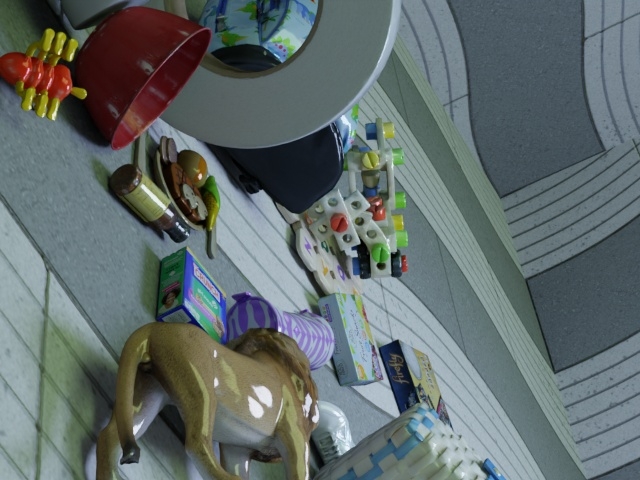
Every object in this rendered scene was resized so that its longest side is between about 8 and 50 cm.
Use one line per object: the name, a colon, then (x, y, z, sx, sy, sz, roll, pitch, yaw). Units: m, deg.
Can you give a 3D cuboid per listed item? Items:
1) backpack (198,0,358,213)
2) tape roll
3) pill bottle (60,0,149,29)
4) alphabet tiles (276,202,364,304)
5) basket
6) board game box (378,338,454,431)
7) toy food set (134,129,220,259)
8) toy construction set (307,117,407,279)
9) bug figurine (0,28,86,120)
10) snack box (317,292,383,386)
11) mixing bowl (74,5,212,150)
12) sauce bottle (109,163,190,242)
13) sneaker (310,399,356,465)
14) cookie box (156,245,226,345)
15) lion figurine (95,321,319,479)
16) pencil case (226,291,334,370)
backpack: (-0.069, -0.266, 1.941, 0.290, 0.273, 0.355, 48, 10, -30)
tape roll: (-0.092, -0.311, 1.607, 0.392, 0.392, 0.072, 65, 16, -3)
pill bottle: (-0.297, -0.423, 1.462, 0.334, 0.188, 0.188, 63, 15, -7)
alphabet tiles: (0.000, 0.000, 2.123, 0.284, 0.021, 0.278, 56, 18, -30)
basket: (0.142, 0.368, 1.603, 0.289, 0.255, 0.201, 56, 13, 6)
board game box: (0.184, 0.306, 2.231, 0.165, 0.042, 0.243, 34, 35, -62)
toy food set: (-0.171, -0.075, 1.632, 0.192, 0.038, 0.132, 52, 20, -39)
toy construction set: (0.082, -0.059, 2.159, 0.327, 0.151, 0.215, -61, 150, -62)
bug figurine: (-0.298, -0.275, 1.298, 0.216, 0.072, 0.279, 26, 78, -46)
snack box: (0.047, 0.155, 1.978, 0.100, 0.037, 0.141, 10, 62, -63)
mixing bowl: (-0.221, -0.204, 1.477, 0.098, 0.181, 0.181, 38, 16, 1)
sauce bottle: (-0.198, -0.040, 1.492, 0.128, 0.042, 0.042, 51, 21, -48)
sneaker: (0.021, 0.279, 1.710, 0.152, 0.054, 0.061, 59, 19, -25)
cookie box: (-0.149, 0.076, 1.476, 0.092, 0.040, 0.107, 54, 18, -34)
lion figurine: (-0.106, 0.160, 1.287, 0.392, 0.142, 0.240, 46, 32, -60)
pencil case: (-0.050, 0.121, 1.646, 0.206, 0.086, 0.088, 24, 56, -68)
